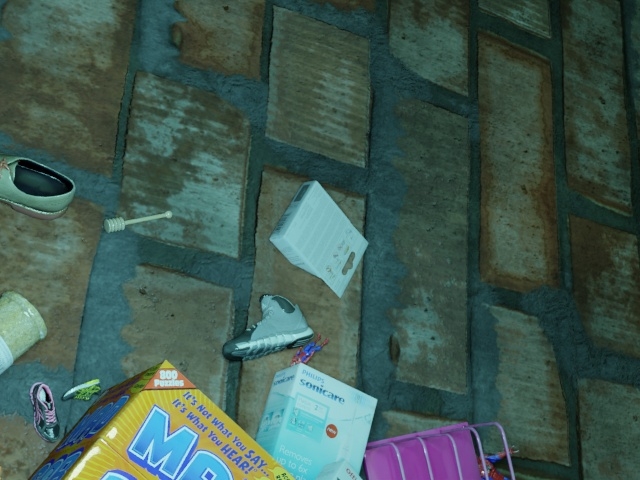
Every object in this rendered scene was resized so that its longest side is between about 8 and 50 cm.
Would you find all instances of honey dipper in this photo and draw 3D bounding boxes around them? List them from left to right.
[{"bbox_3d":[-0.395,-0.044,1.979,0.160,0.030,0.030,-12,79,-36],"label":"honey dipper"}]

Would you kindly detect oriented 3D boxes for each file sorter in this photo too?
[{"bbox_3d":[0.273,0.533,2.058,0.290,0.182,0.202,-6,76,-24],"label":"file sorter"}]

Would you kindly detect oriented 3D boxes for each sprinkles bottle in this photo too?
[{"bbox_3d":[-0.671,0.242,1.651,0.121,0.121,0.355,50,55,-6],"label":"sprinkles bottle"}]

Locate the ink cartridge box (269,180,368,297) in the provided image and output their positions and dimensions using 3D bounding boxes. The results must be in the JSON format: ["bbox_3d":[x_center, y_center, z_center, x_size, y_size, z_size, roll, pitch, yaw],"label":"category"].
[{"bbox_3d":[0.000,0.000,2.203,0.232,0.066,0.189,51,52,-31],"label":"ink cartridge box"}]

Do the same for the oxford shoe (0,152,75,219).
[{"bbox_3d":[-0.656,-0.142,1.792,0.348,0.130,0.123,13,67,-27],"label":"oxford shoe"}]

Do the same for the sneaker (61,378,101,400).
[{"bbox_3d":[-0.474,0.305,1.802,0.083,0.031,0.035,-21,85,-35],"label":"sneaker"}]

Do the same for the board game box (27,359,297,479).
[{"bbox_3d":[-0.320,0.492,1.630,0.356,0.356,0.356,45,56,-10],"label":"board game box"}]

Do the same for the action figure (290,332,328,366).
[{"bbox_3d":[-0.031,0.257,2.087,0.038,0.030,0.115,32,52,25],"label":"action figure"}]

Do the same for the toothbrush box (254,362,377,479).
[{"bbox_3d":[-0.024,0.449,1.968,0.216,0.126,0.296,30,59,-20],"label":"toothbrush box"}]

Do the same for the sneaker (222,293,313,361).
[{"bbox_3d":[-0.135,0.189,2.031,0.228,0.086,0.132,-7,66,-35],"label":"sneaker"}]

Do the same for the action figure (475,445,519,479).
[{"bbox_3d":[0.476,0.604,2.215,0.280,0.139,0.091,41,56,-10],"label":"action figure"}]

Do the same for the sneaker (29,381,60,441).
[{"bbox_3d":[-0.529,0.330,1.745,0.047,0.057,0.119,-14,82,-36],"label":"sneaker"}]

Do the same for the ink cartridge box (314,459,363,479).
[{"bbox_3d":[0.028,0.551,1.821,0.127,0.072,0.175,51,43,-10],"label":"ink cartridge box"}]

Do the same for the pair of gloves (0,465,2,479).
[{"bbox_3d":[-0.632,0.451,1.667,0.083,0.010,0.074,11,69,-25],"label":"pair of gloves"}]
